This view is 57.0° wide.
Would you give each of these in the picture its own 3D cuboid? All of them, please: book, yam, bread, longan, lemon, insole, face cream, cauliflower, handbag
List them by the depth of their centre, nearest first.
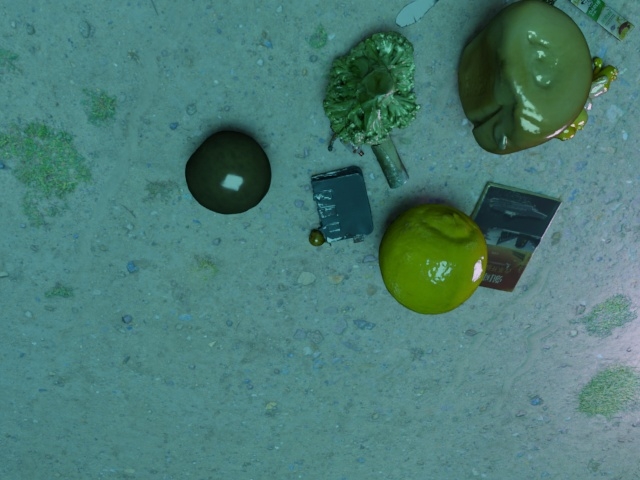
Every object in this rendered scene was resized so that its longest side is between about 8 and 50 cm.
[{"bbox_3d":[0.505,-0.399,1.480,0.252,0.376,0.349,-9,91,-4],"label":"bread"},{"bbox_3d":[0.133,-0.387,1.535,0.272,0.250,0.276,-18,101,5],"label":"cauliflower"},{"bbox_3d":[0.263,-0.617,1.548,0.152,0.002,0.053,-39,117,19],"label":"insole"},{"bbox_3d":[-0.263,-0.191,1.662,0.247,0.248,0.249,-2,122,-3],"label":"longan"},{"bbox_3d":[0.097,-0.280,1.737,0.040,0.021,0.083,-40,117,20],"label":"face cream"},{"bbox_3d":[0.207,-0.234,1.747,0.068,0.068,0.169,-24,122,11],"label":"yam"},{"bbox_3d":[0.337,0.058,1.792,0.347,0.348,0.348,-2,122,-3],"label":"lemon"},{"bbox_3d":[0.064,-0.108,1.823,0.179,0.062,0.229,-12,122,7],"label":"handbag"},{"bbox_3d":[0.594,-0.001,1.943,0.262,0.028,0.374,11,120,-12],"label":"book"}]

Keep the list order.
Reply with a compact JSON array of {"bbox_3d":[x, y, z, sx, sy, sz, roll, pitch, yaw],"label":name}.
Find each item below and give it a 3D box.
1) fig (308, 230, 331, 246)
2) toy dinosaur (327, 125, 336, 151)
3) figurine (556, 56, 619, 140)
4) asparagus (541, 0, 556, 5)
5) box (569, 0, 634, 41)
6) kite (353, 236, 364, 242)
[{"bbox_3d":[0.000,0.000,1.894,0.083,0.050,0.050,22,119,-32],"label":"fig"},{"bbox_3d":[0.061,-0.323,1.691,0.055,0.049,0.154,24,110,-23],"label":"toy dinosaur"},{"bbox_3d":[0.725,-0.390,1.661,0.246,0.131,0.156,-44,156,5],"label":"figurine"},{"bbox_3d":[0.619,-0.656,1.531,0.036,0.030,0.165,20,119,-27],"label":"asparagus"},{"bbox_3d":[0.742,-0.605,1.564,0.207,0.041,0.050,26,117,-19],"label":"box"},{"bbox_3d":[0.137,-0.016,1.917,0.078,0.002,0.044,-28,120,14],"label":"kite"}]
